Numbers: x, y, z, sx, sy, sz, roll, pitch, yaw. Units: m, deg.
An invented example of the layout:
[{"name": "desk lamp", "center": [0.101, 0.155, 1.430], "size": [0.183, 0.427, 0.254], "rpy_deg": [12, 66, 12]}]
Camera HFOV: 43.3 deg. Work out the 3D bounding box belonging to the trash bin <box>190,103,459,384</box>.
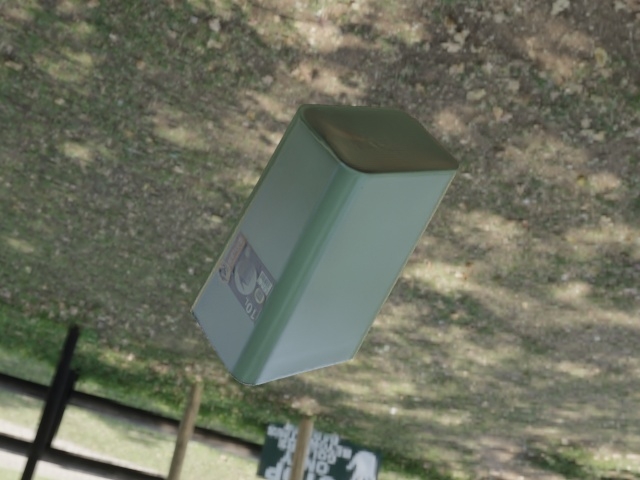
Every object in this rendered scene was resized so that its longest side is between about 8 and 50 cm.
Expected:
[{"name": "trash bin", "center": [0.000, 0.000, 1.041], "size": [0.222, 0.158, 0.344], "rpy_deg": [-7, 136, -41]}]
